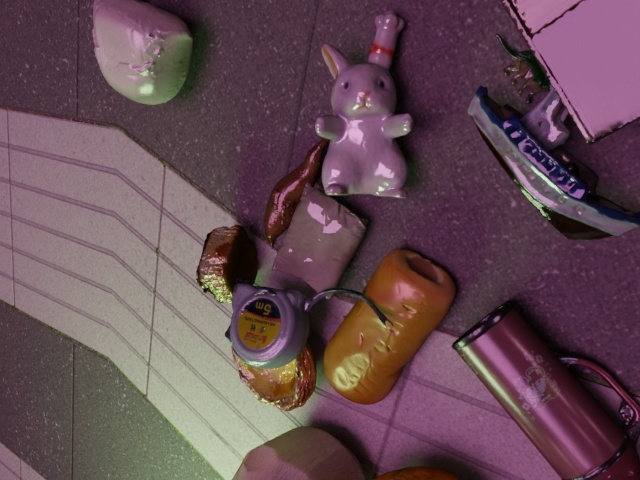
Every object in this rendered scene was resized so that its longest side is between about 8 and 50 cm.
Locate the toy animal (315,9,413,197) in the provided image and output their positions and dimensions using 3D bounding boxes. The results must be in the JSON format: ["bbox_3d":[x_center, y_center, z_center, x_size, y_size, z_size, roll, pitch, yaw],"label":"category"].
[{"bbox_3d":[0.063,-0.192,0.848,0.141,0.138,0.282,0,112,1],"label":"toy animal"}]

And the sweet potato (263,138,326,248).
[{"bbox_3d":[-0.051,-0.091,1.019,0.068,0.068,0.226,39,113,22],"label":"sweet potato"}]

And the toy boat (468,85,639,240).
[{"bbox_3d":[0.301,-0.111,0.714,0.115,0.114,0.262,-41,79,32],"label":"toy boat"}]

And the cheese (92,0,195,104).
[{"bbox_3d":[-0.340,-0.362,1.092,0.198,0.154,0.189,28,119,15],"label":"cheese"}]

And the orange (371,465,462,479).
[{"bbox_3d":[0.158,0.490,0.916,0.246,0.246,0.246,12,110,34],"label":"orange"}]

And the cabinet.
[{"bbox_3d":[0.332,-0.253,0.619,0.175,0.148,0.215,-32,89,40],"label":"cabinet"}]

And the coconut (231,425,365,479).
[{"bbox_3d":[-0.051,0.485,1.058,0.237,0.266,0.237,16,113,42],"label":"coconut"}]

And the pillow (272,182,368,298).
[{"bbox_3d":[0.000,0.000,0.997,0.134,0.078,0.181,34,119,20],"label":"pillow"}]

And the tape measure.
[{"bbox_3d":[-0.019,0.155,0.970,0.330,0.084,0.164,7,84,31],"label":"tape measure"}]

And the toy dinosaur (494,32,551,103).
[{"bbox_3d":[0.276,-0.234,0.756,0.060,0.029,0.119,-36,75,22],"label":"toy dinosaur"}]

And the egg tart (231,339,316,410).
[{"bbox_3d":[-0.084,0.230,1.119,0.213,0.090,0.212,10,107,34],"label":"egg tart"}]

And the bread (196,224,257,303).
[{"bbox_3d":[-0.177,0.050,1.112,0.069,0.140,0.128,-1,146,20],"label":"bread"}]

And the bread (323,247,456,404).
[{"bbox_3d":[0.102,0.154,0.959,0.142,0.091,0.305,37,123,16],"label":"bread"}]

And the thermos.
[{"bbox_3d":[0.345,0.239,0.801,0.330,0.136,0.109,51,155,13],"label":"thermos"}]
